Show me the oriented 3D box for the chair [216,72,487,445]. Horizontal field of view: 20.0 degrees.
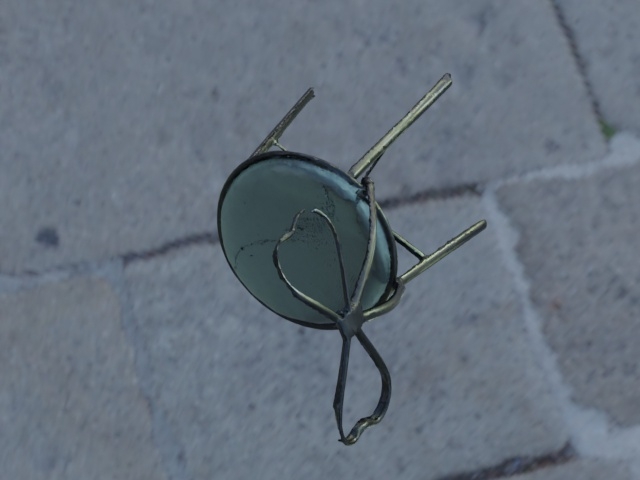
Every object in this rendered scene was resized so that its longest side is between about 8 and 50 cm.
[{"bbox_3d":[0.000,0.000,1.308,0.170,0.159,0.325,-1,27,29],"label":"chair"}]
